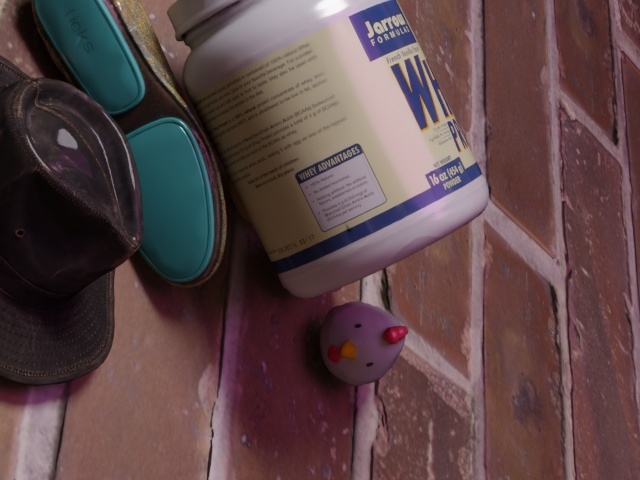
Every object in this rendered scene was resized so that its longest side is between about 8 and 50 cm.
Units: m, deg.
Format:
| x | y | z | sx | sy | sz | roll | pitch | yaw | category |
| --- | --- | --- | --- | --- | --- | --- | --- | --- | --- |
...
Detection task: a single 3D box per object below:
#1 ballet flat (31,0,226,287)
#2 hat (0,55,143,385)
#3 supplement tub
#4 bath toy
| x | y | z | sx | sy | sz | roll | pitch | yaw | category |
| --- | --- | --- | --- | --- | --- | --- | --- | --- | --- |
| -0.178 | -0.125 | 1.649 | 0.349 | 0.123 | 0.123 | 65 | 31 | -8 | ballet flat |
| -0.239 | -0.045 | 1.462 | 0.331 | 0.134 | 0.331 | 42 | 37 | -42 | hat |
| 0.004 | -0.130 | 1.658 | 0.325 | 0.235 | 0.235 | 64 | 31 | -3 | supplement tub |
| 0.000 | 0.000 | 1.833 | 0.151 | 0.129 | 0.348 | -24 | 93 | -25 | bath toy |
